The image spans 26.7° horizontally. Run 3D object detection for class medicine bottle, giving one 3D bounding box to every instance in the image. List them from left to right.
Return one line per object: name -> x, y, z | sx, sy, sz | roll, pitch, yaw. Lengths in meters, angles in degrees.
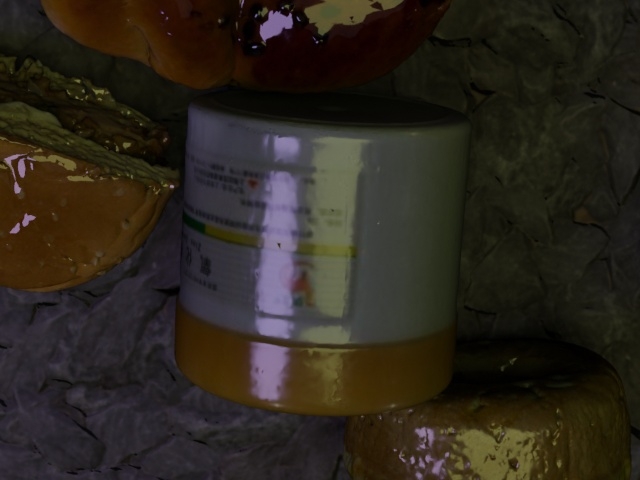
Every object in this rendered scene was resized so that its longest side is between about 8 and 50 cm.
medicine bottle -> 0.000, 0.000, 1.121 | 0.237, 0.238, 0.232 | 1, 103, -10

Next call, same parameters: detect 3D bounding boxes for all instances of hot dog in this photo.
hot dog -> -0.051, -0.296, 1.063 | 0.367, 0.196, 0.365 | 8, 106, -10

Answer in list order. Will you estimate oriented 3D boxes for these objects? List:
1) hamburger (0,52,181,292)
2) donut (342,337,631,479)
hamburger -> -0.268, -0.058, 1.108 | 0.282, 0.155, 0.245 | -23, 119, 9
donut -> 0.152, 0.169, 1.208 | 0.261, 0.208, 0.128 | -5, 105, -13
